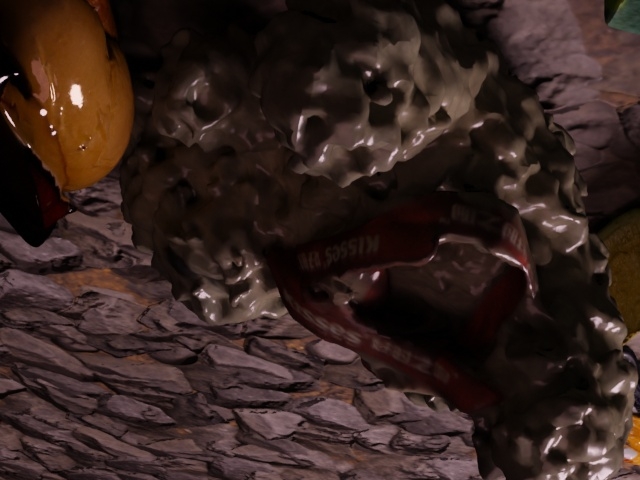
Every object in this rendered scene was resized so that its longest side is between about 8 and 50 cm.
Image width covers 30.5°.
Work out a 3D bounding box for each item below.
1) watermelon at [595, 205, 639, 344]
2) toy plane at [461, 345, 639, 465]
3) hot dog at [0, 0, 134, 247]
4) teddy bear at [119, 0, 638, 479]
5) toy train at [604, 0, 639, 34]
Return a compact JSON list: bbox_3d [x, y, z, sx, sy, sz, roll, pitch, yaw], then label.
[{"bbox_3d":[0.253,0.028,0.871,0.075,0.092,0.181,8,145,-24],"label":"watermelon"},{"bbox_3d":[0.304,0.170,1.097,0.316,0.103,0.204,16,153,-23],"label":"toy plane"},{"bbox_3d":[-0.190,-0.115,0.742,0.194,0.107,0.326,52,162,-6],"label":"hot dog"},{"bbox_3d":[0.000,0.000,0.787,0.367,0.224,0.357,-14,123,39],"label":"teddy bear"},{"bbox_3d":[0.275,-0.136,0.535,0.330,0.139,0.178,13,155,-3],"label":"toy train"}]
